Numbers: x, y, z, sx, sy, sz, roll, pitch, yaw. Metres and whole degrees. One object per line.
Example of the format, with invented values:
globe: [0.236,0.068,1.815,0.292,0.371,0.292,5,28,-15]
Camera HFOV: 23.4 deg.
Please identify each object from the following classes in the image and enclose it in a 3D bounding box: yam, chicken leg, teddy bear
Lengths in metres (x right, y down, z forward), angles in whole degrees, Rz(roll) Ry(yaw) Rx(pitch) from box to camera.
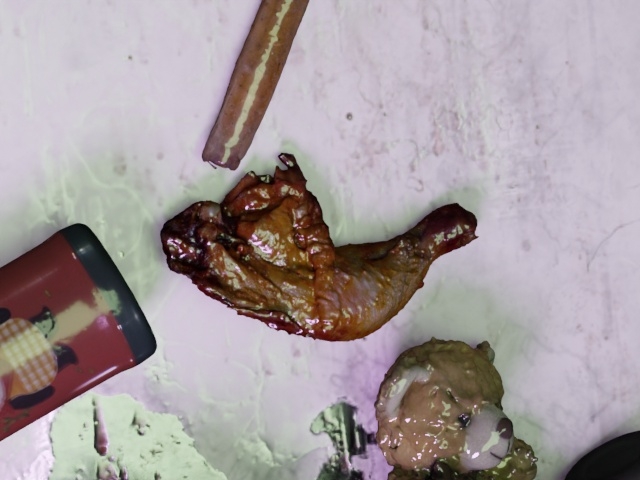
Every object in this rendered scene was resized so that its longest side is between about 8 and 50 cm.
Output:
yam: [-0.050,-0.190,1.491,0.046,0.046,0.264,23,88,-18]
chicken leg: [0.001,0.013,1.513,0.322,0.083,0.177,15,76,-15]
teddy bear: [0.132,0.221,1.529,0.267,0.156,0.256,-11,101,-56]

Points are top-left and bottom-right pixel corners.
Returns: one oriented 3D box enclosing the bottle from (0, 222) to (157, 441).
bottle: [-0.322,0.126,1.388,0.336,0.144,0.144,-32,103,-10]

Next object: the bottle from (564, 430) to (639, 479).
bottle: [0.374,0.336,1.621,0.156,0.143,0.271,-28,101,13]
